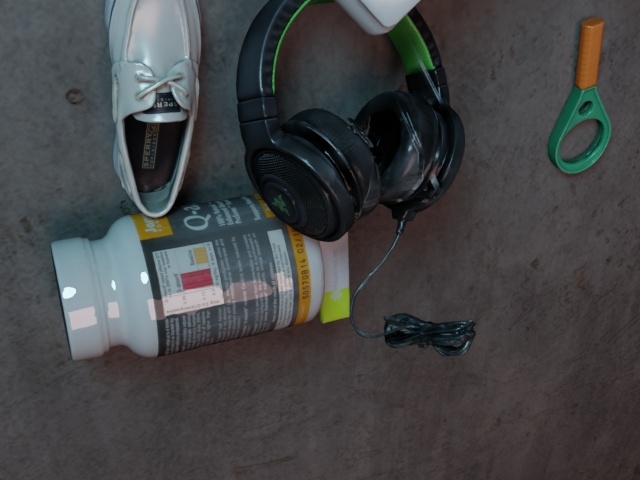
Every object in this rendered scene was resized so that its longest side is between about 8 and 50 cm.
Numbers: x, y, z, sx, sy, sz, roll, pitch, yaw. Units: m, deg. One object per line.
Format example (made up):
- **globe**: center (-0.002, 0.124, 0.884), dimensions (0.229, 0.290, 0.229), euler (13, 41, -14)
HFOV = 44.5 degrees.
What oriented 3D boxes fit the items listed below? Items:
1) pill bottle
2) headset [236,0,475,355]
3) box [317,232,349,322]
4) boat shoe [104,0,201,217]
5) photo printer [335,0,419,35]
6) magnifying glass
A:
- **pill bottle**: center (-0.148, 0.041, 0.879), dimensions (0.278, 0.162, 0.162), euler (-10, 129, -20)
- **headset**: center (0.059, -0.077, 0.799), dimensions (0.243, 0.185, 0.394), euler (-18, 103, -34)
- **box**: center (0.000, 0.000, 0.958), dimensions (0.042, 0.109, 0.178), euler (-12, 130, -12)
- **boat shoe**: center (-0.165, -0.146, 0.774), dimensions (0.096, 0.088, 0.267), euler (-1, 126, -26)
- **photo printer**: center (0.032, -0.369, 0.650), dimensions (0.256, 0.107, 0.307), euler (-44, 118, 7)
- **magnifying glass**: center (0.354, -0.187, 1.048), dimensions (0.092, 0.026, 0.231), euler (-20, 131, -11)
